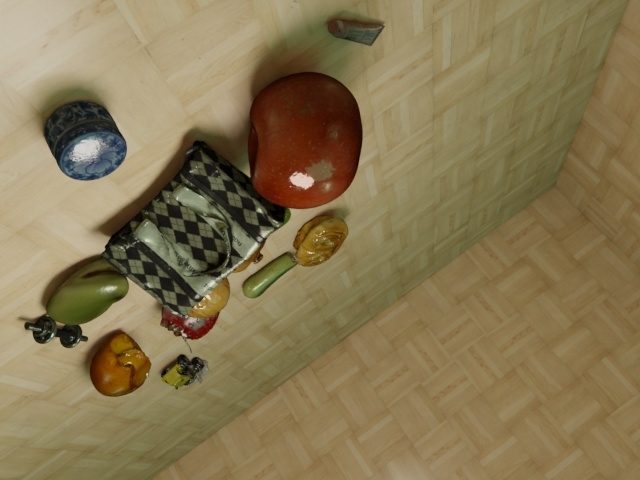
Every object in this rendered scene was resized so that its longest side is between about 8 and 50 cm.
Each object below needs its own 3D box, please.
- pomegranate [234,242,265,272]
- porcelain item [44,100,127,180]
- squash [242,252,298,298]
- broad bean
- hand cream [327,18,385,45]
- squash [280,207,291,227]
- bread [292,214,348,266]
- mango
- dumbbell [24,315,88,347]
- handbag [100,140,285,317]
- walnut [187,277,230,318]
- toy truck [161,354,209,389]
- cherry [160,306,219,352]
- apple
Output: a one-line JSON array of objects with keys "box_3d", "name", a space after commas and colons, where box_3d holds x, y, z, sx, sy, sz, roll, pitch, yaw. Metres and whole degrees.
[{"box_3d": [-0.267, 0.001, 1.768, 0.215, 0.215, 0.215, -30, 155, -16], "name": "pomegranate"}, {"box_3d": [-0.495, -0.207, 1.227, 0.147, 0.114, 0.147, -30, 153, -17], "name": "porcelain item"}, {"box_3d": [-0.201, 0.137, 2.271, 0.250, 0.083, 0.083, -38, 156, -6], "name": "squash"}, {"box_3d": [-0.662, 0.161, 1.642, 0.263, 0.121, 0.189, -42, 151, 16], "name": "broad bean"}, {"box_3d": [0.095, -0.547, 1.514, 0.209, 0.043, 0.067, -14, 149, -50], "name": "hand cream"}, {"box_3d": [-0.202, -0.040, 1.964, 0.238, 0.069, 0.069, -32, 155, -12], "name": "squash"}, {"box_3d": [0.002, -0.001, 2.243, 0.198, 0.120, 0.236, -10, 145, -43], "name": "bread"}, {"box_3d": [-0.705, 0.451, 2.044, 0.198, 0.201, 0.350, 15, 144, -15], "name": "mango"}, {"box_3d": [-0.783, 0.276, 1.726, 0.081, 0.082, 0.254, -38, 155, 3], "name": "dumbbell"}, {"box_3d": [-0.344, -0.035, 1.557, 0.416, 0.180, 0.316, -41, 112, 12], "name": "handbag"}, {"box_3d": [-0.392, 0.148, 1.829, 0.193, 0.193, 0.226, -39, 132, 3], "name": "walnut"}, {"box_3d": [-0.575, 0.579, 2.499, 0.136, 0.111, 0.286, -42, 158, 6], "name": "toy truck"}, {"box_3d": [-0.433, 0.230, 2.000, 0.250, 0.192, 0.175, -47, -167, -3], "name": "cherry"}, {"box_3d": [-0.047, -0.255, 1.495, 0.276, 0.349, 0.349, -4, 145, -16], "name": "apple"}]
